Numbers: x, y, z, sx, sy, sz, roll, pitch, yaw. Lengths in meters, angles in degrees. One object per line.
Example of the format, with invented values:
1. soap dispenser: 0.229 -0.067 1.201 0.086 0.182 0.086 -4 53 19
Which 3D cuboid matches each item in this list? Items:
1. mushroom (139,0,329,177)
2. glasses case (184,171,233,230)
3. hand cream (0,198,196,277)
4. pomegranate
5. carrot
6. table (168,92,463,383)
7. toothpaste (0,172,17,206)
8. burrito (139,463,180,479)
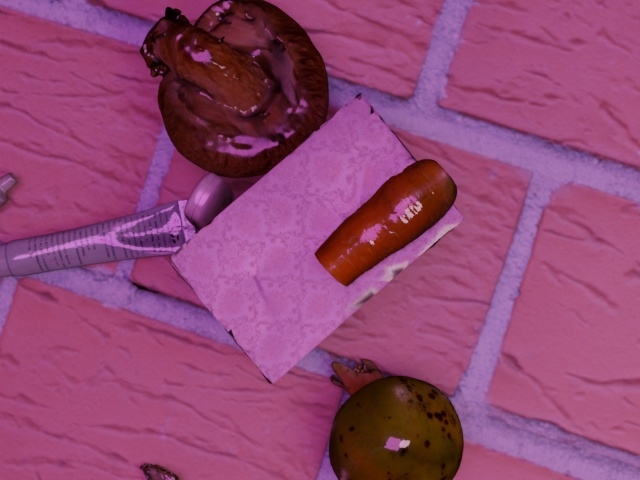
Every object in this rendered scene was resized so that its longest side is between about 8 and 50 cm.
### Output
1. mushroom: -0.128 -0.231 1.640 0.283 0.195 0.263 41 83 -11
2. glasses case: -0.162 -0.052 1.636 0.049 0.193 0.074 31 83 5
3. hand cream: -0.356 0.007 1.718 0.331 0.058 0.085 -11 85 4
4. pomegranate: 0.086 0.274 1.610 0.246 0.198 0.198 35 91 18
5. carrot: 0.083 -0.022 1.399 0.193 0.087 0.087 -40 85 -1
6. table: 0.000 0.000 1.581 0.335 0.272 0.222 -40 86 1
7. toothpaste: -0.583 -0.021 1.744 0.268 0.047 0.069 -36 126 4
8. burrito: -0.222 0.399 1.698 0.055 0.041 0.149 -28 85 16
